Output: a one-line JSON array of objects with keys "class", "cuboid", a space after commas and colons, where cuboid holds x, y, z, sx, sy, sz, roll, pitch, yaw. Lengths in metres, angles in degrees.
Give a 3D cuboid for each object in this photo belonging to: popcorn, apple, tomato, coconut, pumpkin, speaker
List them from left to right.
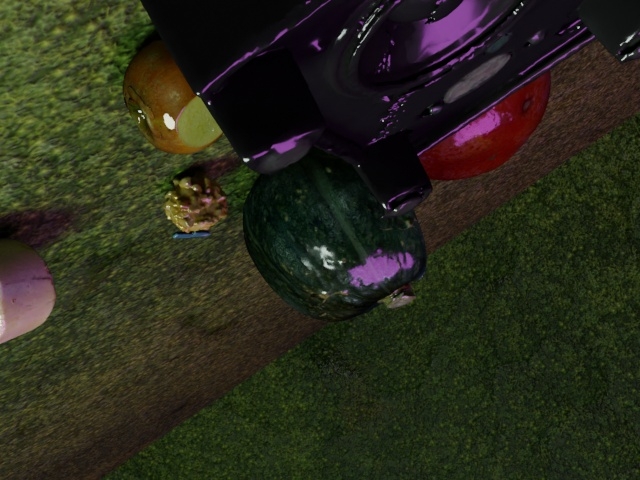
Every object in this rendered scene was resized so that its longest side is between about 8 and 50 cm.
[{"class": "coconut", "cuboid": [-0.363, 0.058, 0.944, 0.116, 0.116, 0.122, -40, 170, 25]}, {"class": "apple", "cuboid": [-0.130, -0.140, 0.823, 0.102, 0.099, 0.114, -35, 142, -20]}, {"class": "popcorn", "cuboid": [-0.157, -0.050, 1.114, 0.082, 0.083, 0.057, 17, 170, -31]}, {"class": "pumpkin", "cuboid": [0.000, 0.000, 1.249, 0.197, 0.263, 0.293, -22, 162, -18]}, {"class": "speaker", "cuboid": [0.017, -0.169, 0.399, 0.184, 0.254, 0.232, -35, 164, 15]}, {"class": "tomato", "cuboid": [0.242, -0.189, 1.383, 0.338, 0.143, 0.338, -29, 164, -9]}]

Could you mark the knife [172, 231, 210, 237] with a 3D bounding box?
[{"class": "knife", "cuboid": [-0.191, -0.009, 1.311, 0.014, 0.005, 0.091, -37, 166, 21]}]
